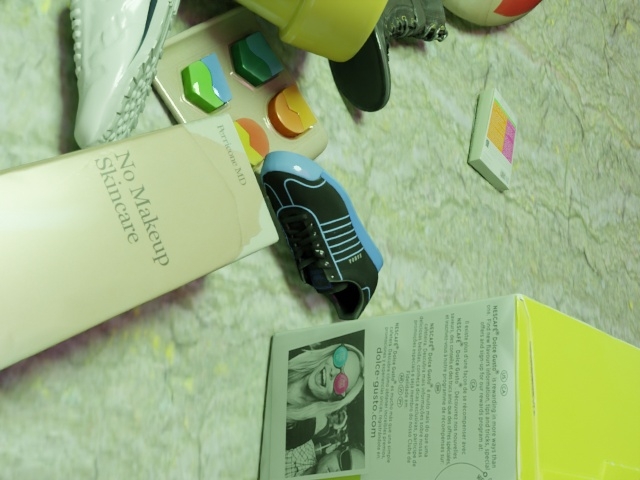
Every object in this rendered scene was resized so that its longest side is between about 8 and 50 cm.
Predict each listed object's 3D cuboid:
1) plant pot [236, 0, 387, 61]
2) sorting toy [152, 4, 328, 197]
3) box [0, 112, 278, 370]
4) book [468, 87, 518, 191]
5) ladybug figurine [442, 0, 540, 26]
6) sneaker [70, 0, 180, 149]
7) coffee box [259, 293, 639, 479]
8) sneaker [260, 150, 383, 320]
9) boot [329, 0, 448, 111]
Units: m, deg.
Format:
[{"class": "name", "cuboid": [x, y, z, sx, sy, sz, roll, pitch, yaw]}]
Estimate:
[{"class": "plant pot", "cuboid": [-0.043, -0.356, 0.839, 0.239, 0.254, 0.253, 15, 66, -14]}, {"class": "sorting toy", "cuboid": [-0.086, -0.161, 0.886, 0.193, 0.038, 0.208, -42, 109, -43]}, {"class": "box", "cuboid": [-0.201, -0.003, 0.670, 0.311, 0.121, 0.147, -28, 98, -45]}, {"class": "book", "cuboid": [0.294, -0.168, 1.266, 0.096, 0.035, 0.144, 36, 56, -36]}, {"class": "ladybug figurine", "cuboid": [0.314, -0.537, 1.297, 0.449, 0.162, 0.305, -38, 105, -44]}, {"class": "sneaker", "cuboid": [-0.209, -0.195, 0.755, 0.095, 0.090, 0.234, 17, 72, -9]}, {"class": "coffee box", "cuboid": [0.163, 0.278, 0.794, 0.338, 0.335, 0.337, 23, 63, -38]}, {"class": "sneaker", "cuboid": [0.000, 0.000, 0.880, 0.232, 0.082, 0.090, 50, 46, -35]}, {"class": "boot", "cuboid": [0.110, -0.309, 1.083, 0.229, 0.091, 0.262, -8, 82, -45]}]
